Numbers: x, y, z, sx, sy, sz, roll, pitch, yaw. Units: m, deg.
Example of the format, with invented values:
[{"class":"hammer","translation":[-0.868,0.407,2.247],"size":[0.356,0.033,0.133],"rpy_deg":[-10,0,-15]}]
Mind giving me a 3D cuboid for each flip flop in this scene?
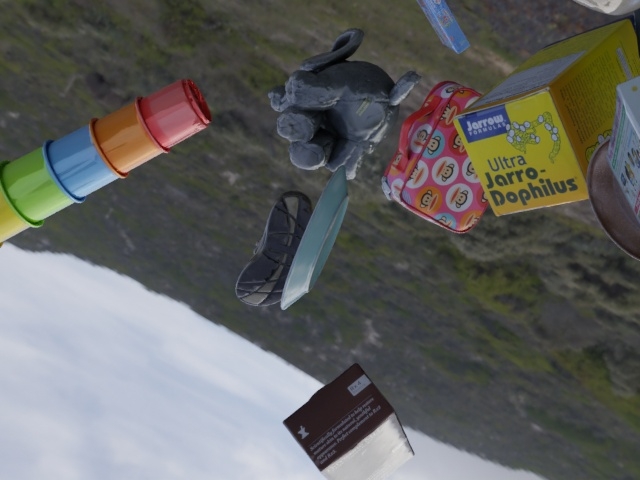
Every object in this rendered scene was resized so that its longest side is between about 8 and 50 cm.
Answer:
[{"class":"flip flop","translation":[-0.092,0.016,1.775],"size":[0.112,0.277,0.080],"rpy_deg":[17,-159,-11]}]

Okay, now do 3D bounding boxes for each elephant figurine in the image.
[{"class":"elephant figurine","translation":[0.021,-0.205,1.173],"size":[0.185,0.169,0.239],"rpy_deg":[12,-149,-4]}]

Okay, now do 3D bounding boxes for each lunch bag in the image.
[{"class":"lunch bag","translation":[0.272,-0.184,1.843],"size":[0.258,0.293,0.120],"rpy_deg":[26,-172,-29]}]

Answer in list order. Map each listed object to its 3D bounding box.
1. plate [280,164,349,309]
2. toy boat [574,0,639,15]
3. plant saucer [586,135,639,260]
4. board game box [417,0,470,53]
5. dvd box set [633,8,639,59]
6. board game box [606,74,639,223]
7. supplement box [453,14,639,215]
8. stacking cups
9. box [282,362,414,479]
[{"class":"plate","translation":[0.000,0.000,1.035],"size":[0.024,0.188,0.188],"rpy_deg":[24,-179,6]},{"class":"toy boat","translation":[0.323,-0.333,0.800],"size":[0.318,0.148,0.267],"rpy_deg":[17,155,42]},{"class":"plant saucer","translation":[0.451,-0.060,1.167],"size":[0.198,0.036,0.199],"rpy_deg":[43,147,37]},{"class":"board game box","translation":[0.273,-0.517,1.980],"size":[0.160,0.039,0.211],"rpy_deg":[55,-170,-16]},{"class":"dvd box set","translation":[0.732,-0.477,1.428],"size":[0.420,0.308,0.062],"rpy_deg":[-5,177,5]},{"class":"board game box","translation":[0.424,-0.019,0.940],"size":[0.224,0.097,0.303],"rpy_deg":[45,-157,-69]},{"class":"supplement box","translation":[0.427,-0.219,1.497],"size":[0.194,0.356,0.195],"rpy_deg":[-12,110,48]},{"class":"stacking cups","translation":[-0.283,-0.102,1.029],"size":[0.096,0.316,0.096],"rpy_deg":[60,-173,-12]},{"class":"box","translation":[0.072,0.418,1.811],"size":[0.143,0.191,0.381],"rpy_deg":[48,172,29]}]
